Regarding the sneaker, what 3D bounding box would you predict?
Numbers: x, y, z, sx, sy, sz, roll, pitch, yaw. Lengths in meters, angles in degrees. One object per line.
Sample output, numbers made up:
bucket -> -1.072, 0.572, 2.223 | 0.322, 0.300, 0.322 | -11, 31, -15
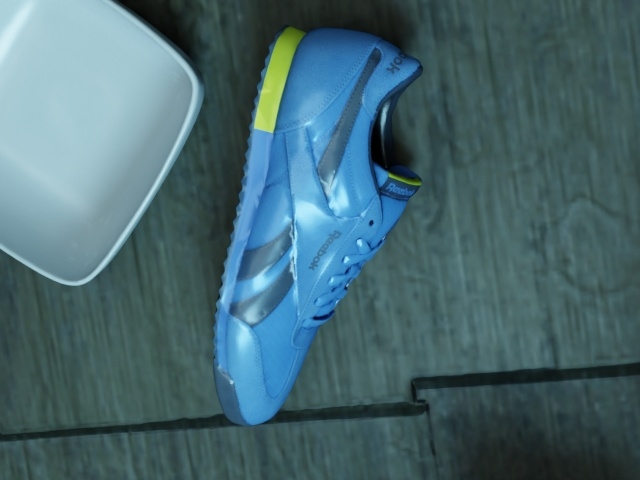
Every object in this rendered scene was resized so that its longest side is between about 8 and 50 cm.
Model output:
sneaker -> 0.000, 0.000, 0.942 | 0.082, 0.069, 0.209 | 14, 104, 10

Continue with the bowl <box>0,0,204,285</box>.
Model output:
bowl -> -0.134, -0.066, 0.978 | 0.142, 0.053, 0.142 | 35, 108, 8
